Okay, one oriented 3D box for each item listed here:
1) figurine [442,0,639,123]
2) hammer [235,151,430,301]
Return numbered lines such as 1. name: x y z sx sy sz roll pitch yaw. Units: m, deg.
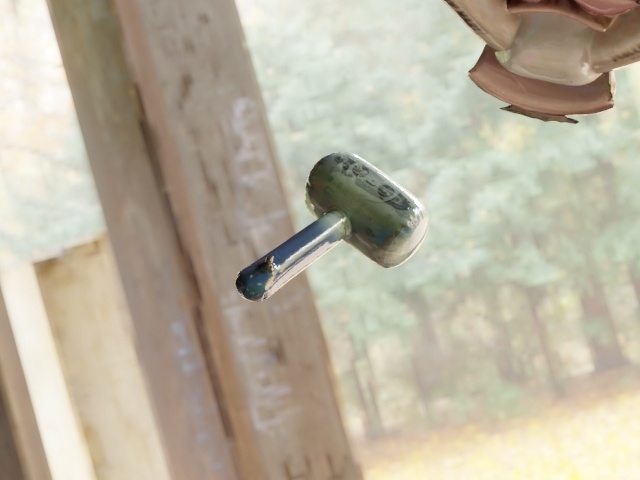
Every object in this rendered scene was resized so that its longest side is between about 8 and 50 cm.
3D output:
1. figurine: 0.189 -0.289 1.257 0.253 0.361 0.211 17 -18 -7
2. hammer: 0.000 0.000 1.470 0.194 0.116 0.069 -35 -26 -40
